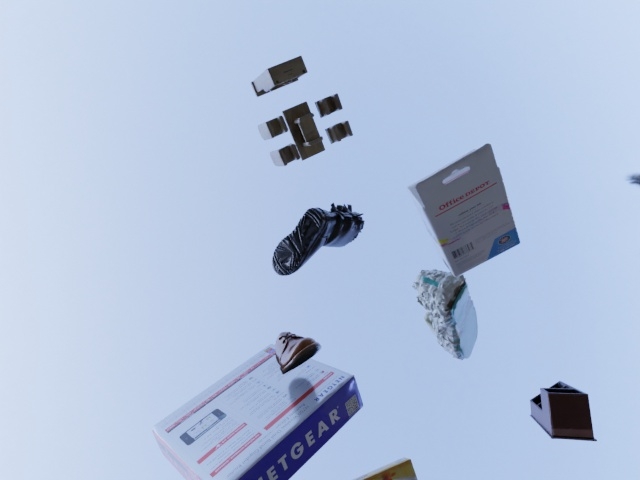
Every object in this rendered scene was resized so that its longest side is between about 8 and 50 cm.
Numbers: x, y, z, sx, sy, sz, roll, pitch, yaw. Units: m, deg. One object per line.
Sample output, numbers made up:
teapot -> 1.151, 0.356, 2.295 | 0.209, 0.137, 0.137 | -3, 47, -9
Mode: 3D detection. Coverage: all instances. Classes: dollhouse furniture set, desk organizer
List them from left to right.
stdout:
dollhouse furniture set -> -0.073, -0.342, 1.122 | 0.212, 0.161, 0.242 | -28, -72, -16
desk organizer -> 0.302, 0.212, 0.532 | 0.047, 0.130, 0.050 | -4, -103, 16

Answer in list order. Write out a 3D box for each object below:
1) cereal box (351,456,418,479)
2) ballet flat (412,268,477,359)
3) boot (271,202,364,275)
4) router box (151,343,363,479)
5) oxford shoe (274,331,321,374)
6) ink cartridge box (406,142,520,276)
cereal box -> 0.198, 0.725, 1.087 | 0.173, 0.047, 0.240 | -13, -107, -20
ballet flat -> 0.329, 0.186, 1.089 | 0.147, 0.409, 0.147 | -12, -128, 16
boot -> -0.001, 0.000, 0.571 | 0.045, 0.099, 0.121 | 50, -61, 25
router box -> -0.133, 0.369, 0.871 | 0.335, 0.301, 0.082 | -29, -70, -36
oxford shoe -> -0.058, 0.213, 0.816 | 0.076, 0.212, 0.076 | -23, -102, -25
ink cartridge box -> 0.189, -0.046, 0.559 | 0.104, 0.061, 0.181 | -30, -53, 8
